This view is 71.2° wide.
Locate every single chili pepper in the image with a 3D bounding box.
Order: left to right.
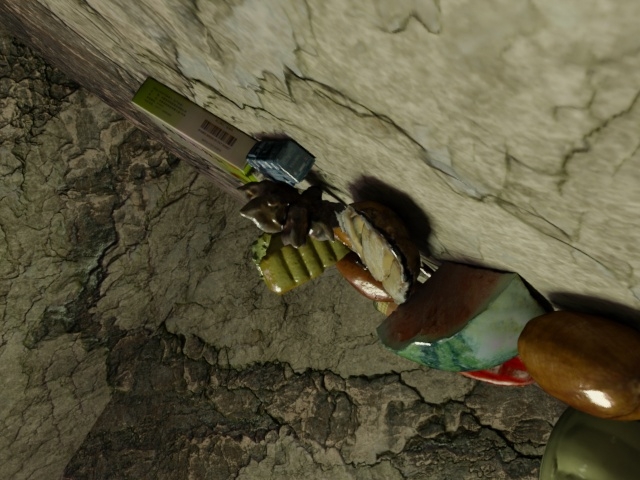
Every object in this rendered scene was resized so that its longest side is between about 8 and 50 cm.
[{"bbox_3d":[0.396,0.254,0.968,0.252,0.144,0.136,28,140,-9],"label":"chili pepper"}]

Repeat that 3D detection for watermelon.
[{"bbox_3d":[0.222,0.122,0.687,0.260,0.256,0.176,-106,3,-85],"label":"watermelon"}]

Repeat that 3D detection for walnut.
[{"bbox_3d":[0.293,0.133,0.500,0.116,0.116,0.207,33,176,-4],"label":"walnut"}]

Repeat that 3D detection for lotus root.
[{"bbox_3d":[0.102,0.005,0.681,0.167,0.078,0.329,48,176,13],"label":"lotus root"}]

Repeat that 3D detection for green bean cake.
[{"bbox_3d":[-0.064,0.019,1.128,0.124,0.233,0.236,63,169,-14],"label":"green bean cake"}]

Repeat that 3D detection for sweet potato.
[{"bbox_3d":[0.156,0.112,1.261,0.359,0.112,0.112,30,176,11],"label":"sweet potato"}]

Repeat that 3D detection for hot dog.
[{"bbox_3d":[0.065,-0.011,0.920,0.140,0.060,0.090,36,172,9],"label":"hot dog"}]

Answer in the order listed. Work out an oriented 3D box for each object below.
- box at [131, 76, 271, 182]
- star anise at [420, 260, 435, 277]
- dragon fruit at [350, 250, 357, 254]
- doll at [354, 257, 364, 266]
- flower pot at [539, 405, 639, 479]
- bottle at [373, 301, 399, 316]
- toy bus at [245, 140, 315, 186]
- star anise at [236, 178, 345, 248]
[{"bbox_3d":[-0.211,-0.192,0.864,0.260,0.062,0.175,33,176,12],"label":"box"},{"bbox_3d":[0.257,0.100,0.877,0.140,0.144,0.158,-11,-167,-9],"label":"star anise"},{"bbox_3d":[0.103,0.050,1.336,0.131,0.063,0.097,35,176,-23],"label":"dragon fruit"},{"bbox_3d":[0.157,0.063,1.150,0.139,0.057,0.165,30,-176,13],"label":"doll"},{"bbox_3d":[0.467,0.345,0.548,0.307,0.307,0.244,34,162,-12],"label":"flower pot"},{"bbox_3d":[0.289,0.223,1.312,0.271,0.156,0.143,36,174,31],"label":"bottle"},{"bbox_3d":[-0.065,-0.122,0.684,0.065,0.047,0.166,38,174,-27],"label":"toy bus"},{"bbox_3d":[-0.054,-0.057,0.776,0.197,0.073,0.212,22,-155,5],"label":"star anise"}]
